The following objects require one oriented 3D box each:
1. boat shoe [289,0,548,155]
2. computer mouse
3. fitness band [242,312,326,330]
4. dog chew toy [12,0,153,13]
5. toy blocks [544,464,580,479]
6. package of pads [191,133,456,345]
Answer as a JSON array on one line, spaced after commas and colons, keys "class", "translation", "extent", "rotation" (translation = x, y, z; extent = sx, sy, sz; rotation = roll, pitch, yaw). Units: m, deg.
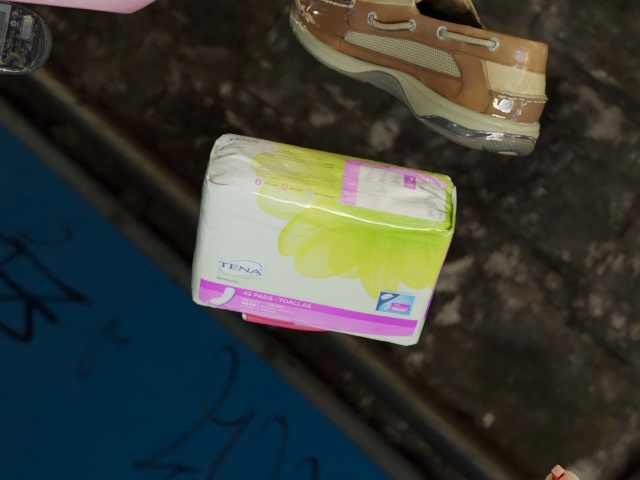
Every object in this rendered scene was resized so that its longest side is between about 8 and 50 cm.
[{"class": "boat shoe", "translation": [0.098, -0.190, 1.227], "extent": [0.123, 0.120, 0.324], "rotation": [-1, -152, -42]}, {"class": "computer mouse", "translation": [-0.479, -0.316, 1.718], "extent": [0.262, 0.184, 0.060], "rotation": [5, -178, -18]}, {"class": "fitness band", "translation": [-0.027, 0.030, 2.005], "extent": [0.291, 0.209, 0.054], "rotation": [8, 161, 4]}, {"class": "dog chew toy", "translation": [-0.164, -0.322, 0.876], "extent": [0.207, 0.331, 0.206], "rotation": [7, -171, -1]}, {"class": "toy blocks", "translation": [0.322, 0.354, 1.747], "extent": [0.148, 0.054, 0.123], "rotation": [66, -160, -57]}, {"class": "package of pads", "translation": [0.000, 0.000, 1.575], "extent": [0.297, 0.229, 0.101], "rotation": [10, -134, -2]}]
